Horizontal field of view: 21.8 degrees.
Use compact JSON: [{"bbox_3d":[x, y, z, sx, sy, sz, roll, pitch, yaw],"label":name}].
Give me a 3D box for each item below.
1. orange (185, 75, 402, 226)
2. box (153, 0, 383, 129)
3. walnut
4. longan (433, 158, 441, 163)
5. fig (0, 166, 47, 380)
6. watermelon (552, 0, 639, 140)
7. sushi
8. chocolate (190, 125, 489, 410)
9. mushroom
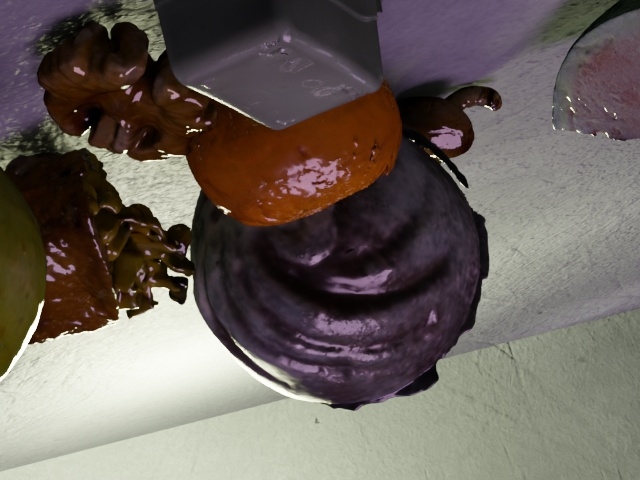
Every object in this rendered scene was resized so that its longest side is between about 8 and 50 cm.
[{"bbox_3d":[-0.029,-0.099,1.412,0.193,0.161,0.193,-18,175,-2],"label":"orange"},{"bbox_3d":[-0.033,-0.145,1.157,0.124,0.093,0.172,-21,157,27],"label":"box"},{"bbox_3d":[-0.152,-0.121,1.313,0.143,0.069,0.170,22,158,-14],"label":"walnut"},{"bbox_3d":[0.095,-0.098,1.804,0.075,0.075,0.083,-16,-150,-9],"label":"longan"},{"bbox_3d":[-0.356,0.003,1.233,0.258,0.258,0.326,-20,149,6],"label":"fig"},{"bbox_3d":[0.377,-0.189,1.593,0.260,0.176,0.256,-38,-179,-16],"label":"watermelon"},{"bbox_3d":[-0.230,0.005,1.562,0.179,0.167,0.296,-20,149,-20],"label":"sushi"},{"bbox_3d":[0.000,0.000,1.589,0.303,0.303,0.213,-21,162,12],"label":"chocolate"},{"bbox_3d":[0.136,-0.123,1.726,0.129,0.073,0.088,-16,150,-12],"label":"mushroom"}]
